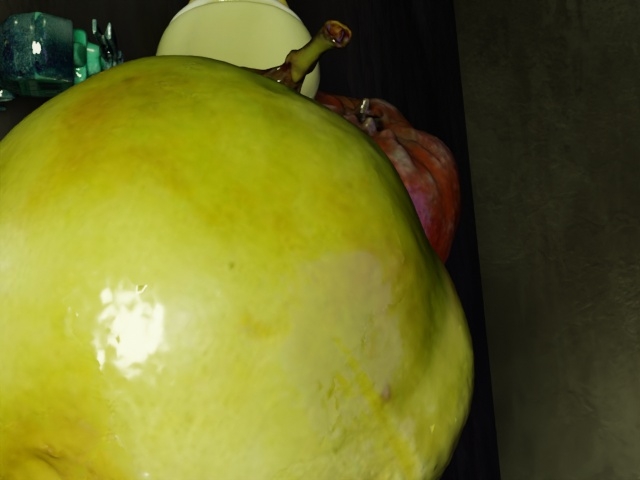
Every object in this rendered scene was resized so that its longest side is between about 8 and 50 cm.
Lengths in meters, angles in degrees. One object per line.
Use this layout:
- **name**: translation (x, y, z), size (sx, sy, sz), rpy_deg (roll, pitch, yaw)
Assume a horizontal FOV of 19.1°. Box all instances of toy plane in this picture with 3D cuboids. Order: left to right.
- **toy plane**: translation (-0.175, -0.117, 1.263), size (0.235, 0.096, 0.060), rpy_deg (136, -51, -84)

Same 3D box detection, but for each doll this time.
- **doll**: translation (-0.072, -0.102, 1.587), size (0.117, 0.141, 0.296), rpy_deg (100, -6, -54)

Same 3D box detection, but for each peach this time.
- **peach**: translation (-0.079, 0.046, 1.086), size (0.315, 0.314, 0.281), rpy_deg (-46, 134, -35)

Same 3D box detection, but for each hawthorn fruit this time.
- **hawthorn fruit**: translation (0.000, 0.000, 1.740), size (0.242, 0.241, 0.272), rpy_deg (-61, 171, -69)

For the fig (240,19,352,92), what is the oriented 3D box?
- **fig**: translation (-0.071, -0.065, 1.371), size (0.145, 0.274, 0.170), rpy_deg (42, 27, -2)
